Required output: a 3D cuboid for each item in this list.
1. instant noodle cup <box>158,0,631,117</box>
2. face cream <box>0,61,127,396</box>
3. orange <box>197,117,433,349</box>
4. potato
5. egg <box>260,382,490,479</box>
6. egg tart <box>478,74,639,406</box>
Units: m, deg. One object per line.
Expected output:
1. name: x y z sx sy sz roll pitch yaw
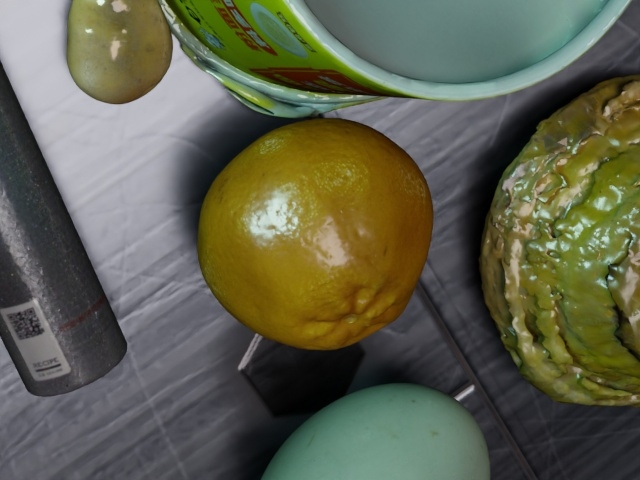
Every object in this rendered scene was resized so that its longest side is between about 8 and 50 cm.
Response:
1. instant noodle cup: 0.042 -0.206 0.621 0.311 0.221 0.311 -5 107 -15
2. face cream: -0.205 -0.036 0.674 0.073 0.073 0.283 -23 112 -10
3. orange: 0.000 0.000 0.704 0.159 0.136 0.159 -17 146 -12
4. potato: -0.126 -0.128 0.678 0.068 0.062 0.083 -33 153 -32
5. egg: 0.036 0.187 0.775 0.192 0.149 0.149 -45 114 -11
6. egg tart: 0.266 0.014 0.810 0.294 0.123 0.294 -6 108 -17
